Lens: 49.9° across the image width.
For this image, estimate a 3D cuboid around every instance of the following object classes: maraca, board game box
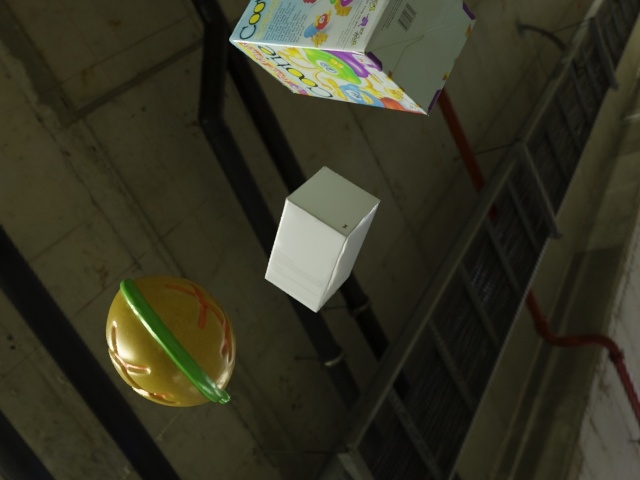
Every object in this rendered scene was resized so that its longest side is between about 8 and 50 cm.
[{"bbox_3d":[-0.124,0.092,0.600,0.099,0.185,0.127,-36,-108,-11],"label":"maraca"},{"bbox_3d":[0.035,-0.276,0.903,0.142,0.275,0.144,32,-96,-43],"label":"board game box"}]

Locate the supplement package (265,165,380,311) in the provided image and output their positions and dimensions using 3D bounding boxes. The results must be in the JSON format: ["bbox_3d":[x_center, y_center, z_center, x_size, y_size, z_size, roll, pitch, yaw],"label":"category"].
[{"bbox_3d":[0.000,0.000,1.038,0.105,0.179,0.105,34,-133,13],"label":"supplement package"}]
